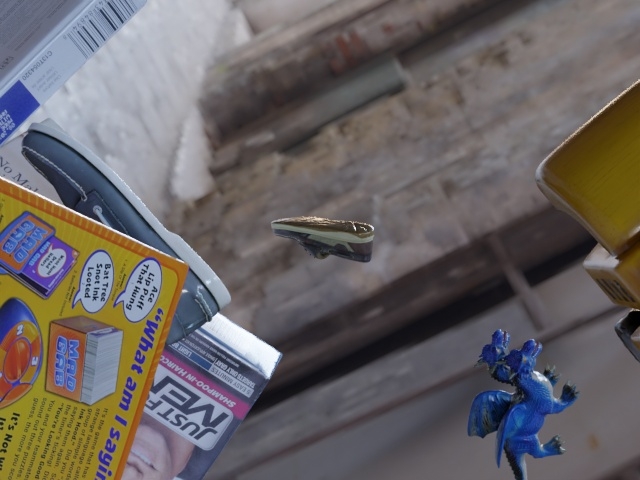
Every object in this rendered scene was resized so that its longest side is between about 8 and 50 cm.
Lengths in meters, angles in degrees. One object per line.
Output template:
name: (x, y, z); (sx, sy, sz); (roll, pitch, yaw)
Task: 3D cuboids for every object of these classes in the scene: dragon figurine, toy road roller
dragon figurine: (0.247, 0.240, 1.975); (0.085, 0.144, 0.289); (46, -51, 49)
toy road roller: (0.303, -0.009, 1.201); (0.240, 0.202, 0.329); (49, -1, 0)

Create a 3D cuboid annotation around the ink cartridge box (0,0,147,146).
ink cartridge box: (-0.417, -0.234, 1.920); (0.330, 0.324, 0.071); (23, -23, 54)

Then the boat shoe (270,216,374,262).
boat shoe: (0.000, 0.000, 1.881); (0.056, 0.152, 0.049); (-15, 108, -47)

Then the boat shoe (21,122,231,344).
boat shoe: (-0.248, -0.009, 1.764); (0.319, 0.099, 0.116); (43, -14, 7)

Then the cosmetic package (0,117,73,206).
cosmetic package: (-0.416, -0.021, 1.978); (0.153, 0.129, 0.296); (42, 40, 4)

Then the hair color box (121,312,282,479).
hair color box: (-0.216, 0.248, 1.927); (0.174, 0.347, 0.105); (33, 16, -1)

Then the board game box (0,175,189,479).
board game box: (-0.421, 0.114, 1.558); (0.356, 0.356, 0.356); (29, 75, -51)
